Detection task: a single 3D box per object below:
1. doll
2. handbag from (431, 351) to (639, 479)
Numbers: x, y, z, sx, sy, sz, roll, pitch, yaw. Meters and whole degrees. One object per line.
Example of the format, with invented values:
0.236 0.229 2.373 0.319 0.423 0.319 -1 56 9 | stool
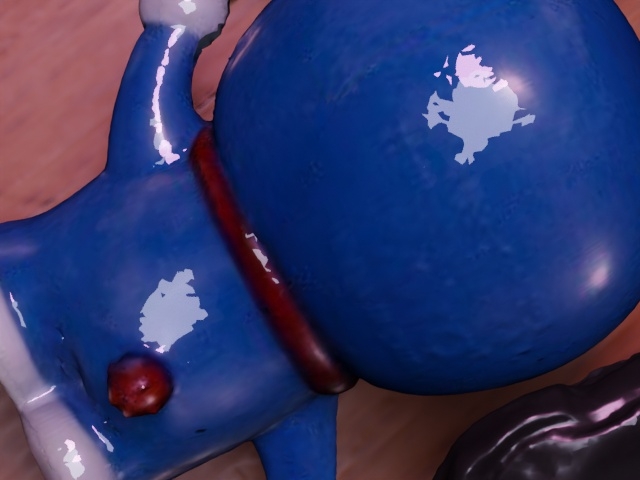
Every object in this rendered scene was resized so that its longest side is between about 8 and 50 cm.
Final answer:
0.000 0.000 0.608 0.257 0.161 0.215 -25 102 7 | doll
0.200 0.074 0.624 0.332 0.075 0.191 -26 123 -9 | handbag
